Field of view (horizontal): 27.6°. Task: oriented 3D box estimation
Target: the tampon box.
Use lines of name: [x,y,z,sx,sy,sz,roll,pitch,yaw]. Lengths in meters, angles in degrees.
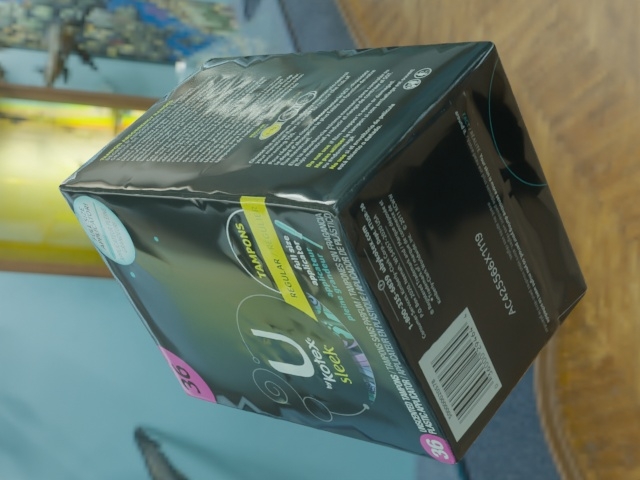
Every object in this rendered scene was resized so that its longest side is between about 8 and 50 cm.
tampon box: [0.000,0.000,0.521,0.161,0.101,0.120,5,131,45]
